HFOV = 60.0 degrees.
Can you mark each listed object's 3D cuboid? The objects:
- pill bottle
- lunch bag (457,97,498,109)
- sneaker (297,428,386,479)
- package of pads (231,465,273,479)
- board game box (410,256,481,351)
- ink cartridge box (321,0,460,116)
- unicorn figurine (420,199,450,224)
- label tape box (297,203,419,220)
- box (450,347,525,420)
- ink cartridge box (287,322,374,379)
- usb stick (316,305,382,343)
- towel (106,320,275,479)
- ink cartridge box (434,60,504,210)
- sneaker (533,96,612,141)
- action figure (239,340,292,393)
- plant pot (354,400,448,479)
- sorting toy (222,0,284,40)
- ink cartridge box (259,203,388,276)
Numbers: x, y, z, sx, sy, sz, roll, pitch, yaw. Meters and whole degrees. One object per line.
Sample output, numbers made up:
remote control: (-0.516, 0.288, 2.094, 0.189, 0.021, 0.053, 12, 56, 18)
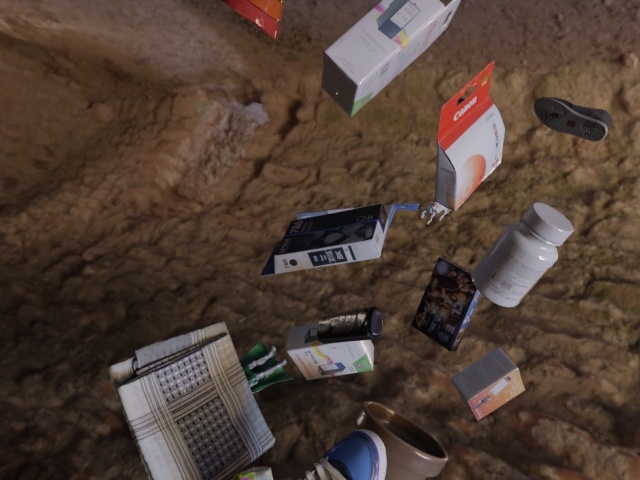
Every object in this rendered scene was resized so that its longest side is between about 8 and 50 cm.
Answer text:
pill bottle: (0.459, 0.032, 1.263, 0.131, 0.229, 0.131, 19, -146, -14)
lunch bag: (0.464, -0.382, 1.710, 0.129, 0.096, 0.151, 26, -128, 20)
sneaker: (-0.029, 0.481, 0.990, 0.130, 0.322, 0.236, 36, -176, 38)
package of pads: (-0.181, 0.755, 1.541, 0.101, 0.229, 0.296, -8, 156, -17)
board game box: (0.394, 0.195, 1.714, 0.042, 0.243, 0.165, 5, -161, -45)
ink cartridge box: (0.169, -0.486, 1.341, 0.119, 0.353, 0.207, 47, 173, 5)
unicorn figurine: (0.371, -0.099, 1.774, 0.060, 0.111, 0.162, 42, -129, 14)
label tape box: (0.122, -0.043, 1.674, 0.348, 0.115, 0.249, -3, 180, 8)
box: (0.486, 0.416, 1.606, 0.130, 0.171, 0.091, 58, 179, -40)
ink cartridge box: (0.031, 0.312, 1.599, 0.213, 0.154, 0.093, -12, -141, 19)
usb stick: (0.065, 0.206, 1.332, 0.045, 0.077, 0.278, 14, 163, -22)
towel: (-0.257, 0.351, 1.169, 0.056, 0.324, 0.312, -30, 172, 40)
ink cartridge box: (0.231, -0.154, 0.831, 0.045, 0.145, 0.179, 31, 148, 28)
sneaker: (0.754, -0.373, 1.659, 0.222, 0.083, 0.118, 33, -136, 18)
action figure: (-0.199, 0.355, 1.427, 0.232, 0.063, 0.137, -26, -123, -35)
plant pot: (0.173, 0.600, 1.491, 0.263, 0.229, 0.263, 29, -177, -2)
sorting toy: (-0.112, -0.486, 1.069, 0.127, 0.126, 0.365, 30, -162, -21)
ink cartridge box: (0.000, 0.000, 1.415, 0.333, 0.065, 0.165, -12, -148, 22)
